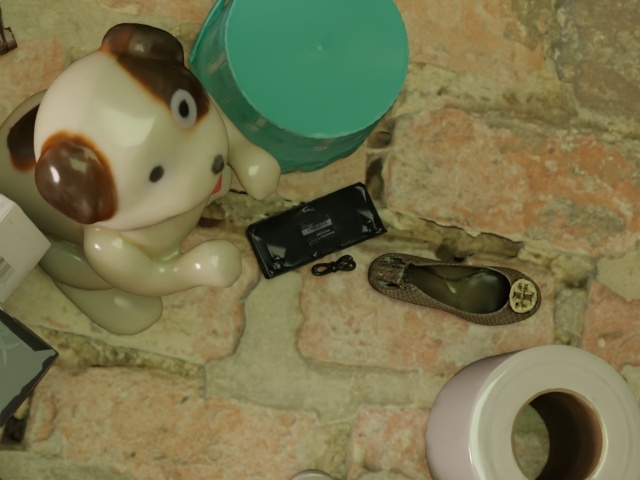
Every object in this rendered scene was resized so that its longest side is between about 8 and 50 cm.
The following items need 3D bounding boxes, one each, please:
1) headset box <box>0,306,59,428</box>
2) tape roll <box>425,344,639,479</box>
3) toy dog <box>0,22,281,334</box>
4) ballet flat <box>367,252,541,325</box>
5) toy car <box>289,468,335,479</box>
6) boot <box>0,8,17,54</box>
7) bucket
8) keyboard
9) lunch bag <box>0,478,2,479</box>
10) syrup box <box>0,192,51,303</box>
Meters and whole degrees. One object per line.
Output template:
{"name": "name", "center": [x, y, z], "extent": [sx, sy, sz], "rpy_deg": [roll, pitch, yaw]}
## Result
{"name": "headset box", "center": [-0.421, 0.109, 1.708], "extent": [0.218, 0.293, 0.110], "rpy_deg": [39, 77, -7]}
{"name": "tape roll", "center": [0.278, 0.263, 1.946], "extent": [0.246, 0.169, 0.246], "rpy_deg": [3, 80, -15]}
{"name": "toy dog", "center": [-0.234, -0.105, 1.737], "extent": [0.395, 0.408, 0.284], "rpy_deg": [39, 72, -8]}
{"name": "ballet flat", "center": [0.186, 0.061, 2.011], "extent": [0.250, 0.058, 0.084], "rpy_deg": [13, 79, -13]}
{"name": "toy car", "center": [0.019, 0.386, 1.882], "extent": [0.182, 0.159, 0.136], "rpy_deg": [16, 114, -13]}
{"name": "boot", "center": [-0.459, -0.270, 1.900], "extent": [0.114, 0.037, 0.106], "rpy_deg": [-25, 86, -13]}
{"name": "bucket", "center": [-0.024, -0.231, 1.934], "extent": [0.281, 0.183, 0.281], "rpy_deg": [3, 80, -15]}
{"name": "keyboard", "center": [0.000, 0.000, 1.989], "extent": [0.180, 0.023, 0.108], "rpy_deg": [-22, 81, -17]}
{"name": "lunch bag", "center": [-0.500, 0.293, 1.728], "extent": [0.293, 0.120, 0.258], "rpy_deg": [48, 65, -21]}
{"name": "syrup box", "center": [-0.429, -0.032, 1.699], "extent": [0.237, 0.093, 0.096], "rpy_deg": [28, 72, 32]}
